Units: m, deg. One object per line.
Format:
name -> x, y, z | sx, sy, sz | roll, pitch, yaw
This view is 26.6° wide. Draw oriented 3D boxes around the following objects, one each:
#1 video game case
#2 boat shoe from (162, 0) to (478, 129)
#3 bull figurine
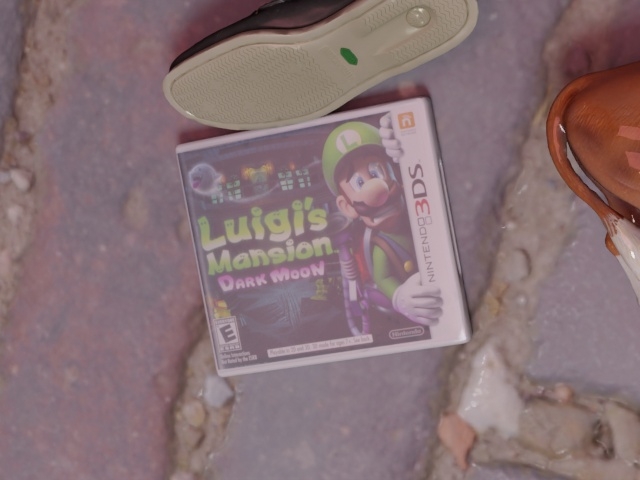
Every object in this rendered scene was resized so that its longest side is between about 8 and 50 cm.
video game case -> 0.000, 0.000, 0.958 | 0.190, 0.022, 0.173 | -10, 92, 18
boat shoe -> 0.000, -0.141, 0.925 | 0.233, 0.079, 0.084 | -20, 130, 22
bull figurine -> 0.299, -0.067, 0.816 | 0.310, 0.101, 0.188 | -16, 93, 18
